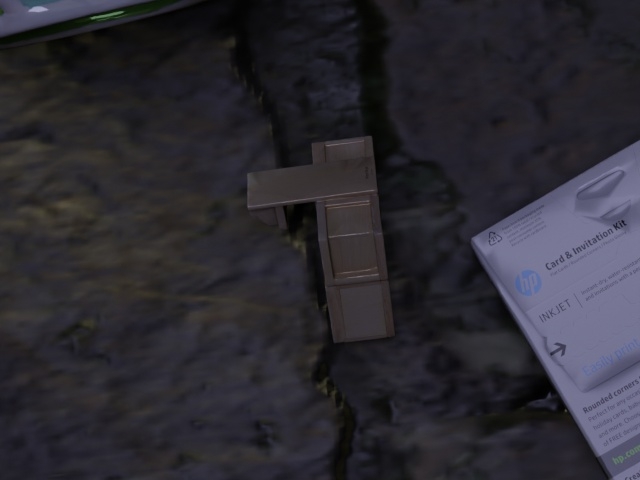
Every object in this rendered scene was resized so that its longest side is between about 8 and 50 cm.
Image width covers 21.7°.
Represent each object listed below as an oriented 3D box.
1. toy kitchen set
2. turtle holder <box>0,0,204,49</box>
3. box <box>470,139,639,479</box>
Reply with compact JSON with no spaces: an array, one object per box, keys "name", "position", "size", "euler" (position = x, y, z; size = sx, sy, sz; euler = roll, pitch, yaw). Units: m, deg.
[{"name":"toy kitchen set","position":[0.000,0.000,0.888],"size":[0.068,0.075,0.083],"euler":[-7,40,3]},{"name":"turtle holder","position":[-0.111,-0.229,0.862],"size":[0.320,0.243,0.227],"euler":[-16,94,-35]},{"name":"box","position":[0.184,0.045,0.853],"size":[0.145,0.038,0.186],"euler":[-31,79,1]}]
